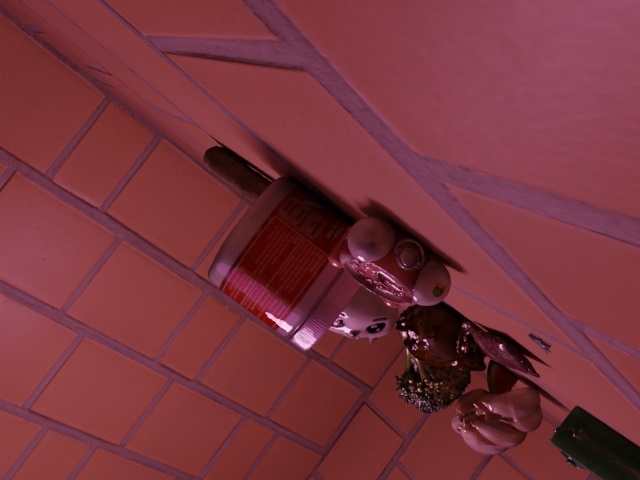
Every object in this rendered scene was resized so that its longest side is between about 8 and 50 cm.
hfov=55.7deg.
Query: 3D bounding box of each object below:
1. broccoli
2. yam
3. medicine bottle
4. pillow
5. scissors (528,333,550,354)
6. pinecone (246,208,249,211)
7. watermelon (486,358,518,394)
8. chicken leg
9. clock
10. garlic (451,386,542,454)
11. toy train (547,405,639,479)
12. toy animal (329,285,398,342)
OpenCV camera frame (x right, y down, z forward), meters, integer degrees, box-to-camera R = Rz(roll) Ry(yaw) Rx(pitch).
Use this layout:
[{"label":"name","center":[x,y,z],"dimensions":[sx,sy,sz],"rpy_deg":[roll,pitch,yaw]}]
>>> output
[{"label":"broccoli","center":[0.344,0.377,1.843],"dimensions":[0.236,0.259,0.288],"rpy_deg":[2,-170,-14]},{"label":"yam","center":[-0.132,-0.112,1.424],"dimensions":[0.372,0.083,0.083],"rpy_deg":[35,176,25]},{"label":"medicine bottle","center":[-0.050,0.041,1.151],"dimensions":[0.241,0.252,0.252],"rpy_deg":[37,177,0]},{"label":"pillow","center":[0.359,0.217,1.201],"dimensions":[0.118,0.043,0.185],"rpy_deg":[43,173,-6]},{"label":"scissors","center":[0.341,0.163,0.929],"dimensions":[0.036,0.006,0.083],"rpy_deg":[32,174,39]},{"label":"pinecone","center":[-0.132,-0.049,1.680],"dimensions":[0.165,0.163,0.163],"rpy_deg":[58,-178,16]},{"label":"watermelon","center":[0.553,0.417,1.846],"dimensions":[0.094,0.125,0.135],"rpy_deg":[-1,135,31]},{"label":"chicken leg","center":[0.289,0.246,1.477],"dimensions":[0.212,0.140,0.361],"rpy_deg":[26,168,26]},{"label":"clock","center":[0.104,0.028,0.889],"dimensions":[0.166,0.092,0.162],"rpy_deg":[37,167,-8]},{"label":"garlic","center":[0.489,0.513,1.718],"dimensions":[0.203,0.184,0.281],"rpy_deg":[5,164,-34]},{"label":"toy train","center":[0.679,0.515,1.400],"dimensions":[0.301,0.120,0.202],"rpy_deg":[34,173,36]},{"label":"toy animal","center":[0.092,0.164,1.714],"dimensions":[0.251,0.251,0.310],"rpy_deg":[37,164,-2]}]
